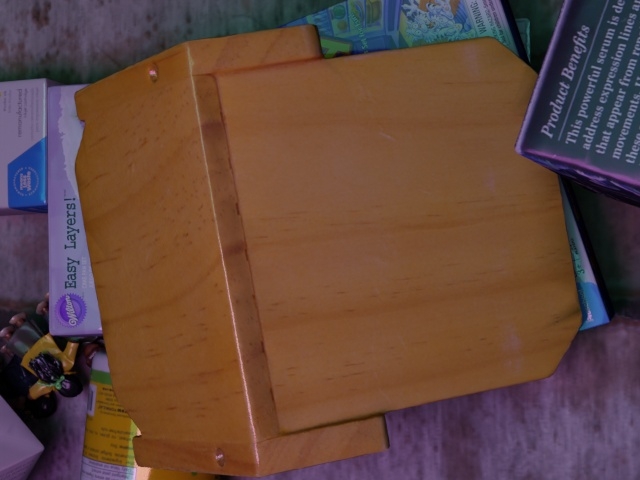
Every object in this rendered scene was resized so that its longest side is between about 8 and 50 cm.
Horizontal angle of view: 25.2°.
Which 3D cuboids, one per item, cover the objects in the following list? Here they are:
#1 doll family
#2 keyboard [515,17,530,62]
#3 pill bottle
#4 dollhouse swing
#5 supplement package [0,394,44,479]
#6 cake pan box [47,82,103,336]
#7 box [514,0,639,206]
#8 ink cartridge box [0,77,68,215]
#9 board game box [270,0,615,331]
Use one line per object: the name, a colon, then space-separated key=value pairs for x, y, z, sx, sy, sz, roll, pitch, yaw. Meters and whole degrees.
doll family: x=-0.300 y=0.147 z=1.487 sx=0.111 sy=0.076 sz=0.193 roll=46 pitch=108 yaw=13
keyboard: x=0.163 y=-0.081 z=1.347 sx=0.072 sy=0.014 sz=0.256 roll=-1 pitch=87 yaw=21
pill bottle: x=-0.165 y=0.234 z=1.391 sx=0.136 sy=0.136 sz=0.245 roll=5 pitch=89 yaw=22
dollhouse swing: x=0.000 y=0.000 z=1.262 sx=0.315 sy=0.305 sz=0.346 roll=-10 pitch=91 yaw=57
supplement package: x=-0.449 y=0.251 z=1.427 sx=0.198 sy=0.199 sz=0.262 roll=46 pitch=125 yaw=17
cake pan box: x=-0.147 y=-0.028 z=1.418 sx=0.246 sy=0.070 sz=0.266 roll=-1 pitch=85 yaw=14
box: x=0.393 y=-0.091 z=1.108 sx=0.396 sy=0.293 sz=0.212 roll=21 pitch=94 yaw=22
ink cartridge box: x=-0.369 y=-0.094 z=1.522 sx=0.231 sy=0.078 sz=0.134 roll=-3 pitch=86 yaw=22
board game box: x=0.099 y=-0.058 z=1.304 sx=0.233 sy=0.078 sz=0.347 roll=-19 pitch=88 yaw=15
